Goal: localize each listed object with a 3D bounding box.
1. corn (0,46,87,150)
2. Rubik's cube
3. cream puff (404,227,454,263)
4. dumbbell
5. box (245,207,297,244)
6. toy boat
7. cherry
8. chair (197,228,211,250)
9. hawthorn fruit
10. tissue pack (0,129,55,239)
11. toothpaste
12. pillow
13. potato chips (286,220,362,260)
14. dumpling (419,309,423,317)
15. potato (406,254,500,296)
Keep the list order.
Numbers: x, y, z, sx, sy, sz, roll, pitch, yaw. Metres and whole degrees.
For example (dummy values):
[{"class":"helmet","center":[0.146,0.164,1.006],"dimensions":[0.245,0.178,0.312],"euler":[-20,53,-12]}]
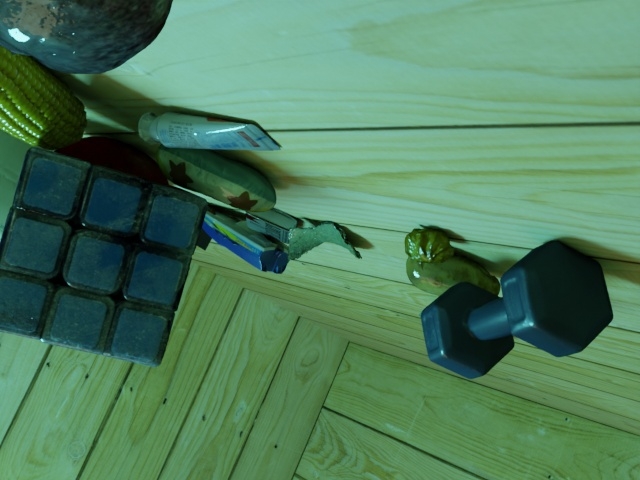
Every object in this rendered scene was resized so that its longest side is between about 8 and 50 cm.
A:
[{"class":"corn","center":[-0.524,-0.257,1.292],"dimensions":[0.143,0.144,0.387],"euler":[19,167,24]},{"class":"Rubik's cube","center":[-0.398,0.020,1.412],"dimensions":[0.305,0.301,0.303],"euler":[17,-179,-16]},{"class":"cream puff","center":[0.179,0.012,1.327],"dimensions":[0.083,0.058,0.083],"euler":[17,170,22]},{"class":"dumbbell","center":[0.283,0.113,1.215],"dimensions":[0.160,0.144,0.325],"euler":[28,157,-12]},{"class":"box","center":[-0.108,-0.038,1.780],"dimensions":[0.115,0.036,0.177],"euler":[25,170,0]},{"class":"toy boat","center":[-0.207,-0.024,1.945],"dimensions":[0.295,0.088,0.129],"euler":[31,-171,31]},{"class":"cherry","center":[-0.200,-0.227,0.633],"dimensions":[0.195,0.195,0.195],"euler":[23,170,4]},{"class":"chair","center":[-0.321,-0.029,2.127],"dimensions":[0.101,0.084,0.212],"euler":[29,174,-25]},{"class":"hawthorn fruit","center":[-0.473,-0.103,1.686],"dimensions":[0.307,0.265,0.265],"euler":[39,171,6]},{"class":"tissue pack","center":[-0.763,-0.200,1.684],"dimensions":[0.207,0.297,0.380],"euler":[23,171,17]},{"class":"toothpaste","center":[-0.180,-0.166,1.253],"dimensions":[0.234,0.057,0.089],"euler":[10,166,29]},{"class":"pillow","center":[-0.187,-0.116,1.462],"dimensions":[0.233,0.086,0.214],"euler":[22,-179,-7]},{"class":"potato chips","center":[-0.001,0.008,1.701],"dimensions":[0.228,0.059,0.167],"euler":[-3,164,43]},{"class":"dumpling","center":[0.337,0.225,1.932],"dimensions":[0.219,0.108,0.152],"euler":[23,170,-8]},{"class":"potato","center":[0.233,0.065,1.417],"dimensions":[0.170,0.080,0.107],"euler":[13,159,6]}]
